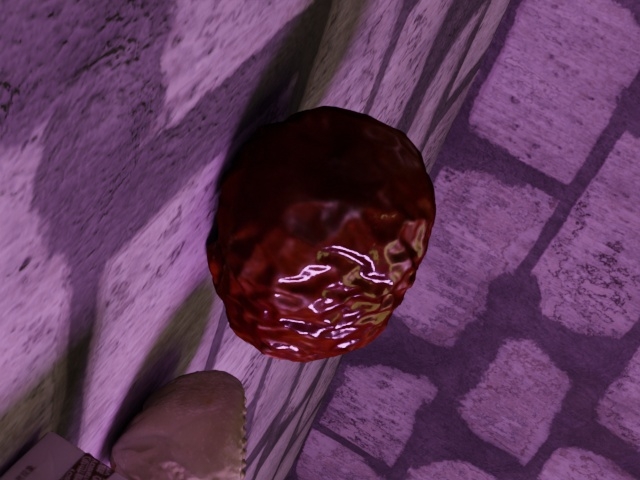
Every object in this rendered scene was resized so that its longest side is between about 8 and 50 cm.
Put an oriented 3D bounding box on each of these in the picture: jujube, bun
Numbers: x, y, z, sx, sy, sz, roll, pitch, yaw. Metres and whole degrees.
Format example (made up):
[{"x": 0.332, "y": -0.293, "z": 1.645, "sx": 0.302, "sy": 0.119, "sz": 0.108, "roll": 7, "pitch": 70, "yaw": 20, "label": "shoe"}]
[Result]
[{"x": 0.000, "y": 0.000, "z": 0.937, "sx": 0.213, "sy": 0.213, "sz": 0.232, "roll": -55, "pitch": 168, "yaw": -32, "label": "jujube"}, {"x": -0.149, "y": 0.239, "z": 1.040, "sx": 0.220, "sy": 0.134, "sz": 0.220, "roll": -170, "pitch": -90, "yaw": -78, "label": "bun"}]

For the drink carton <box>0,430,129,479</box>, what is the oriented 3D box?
[{"x": -0.246, "y": 0.335, "z": 0.804, "sx": 0.194, "sy": 0.132, "sz": 0.324, "roll": -49, "pitch": 164, "yaw": -51, "label": "drink carton"}]
